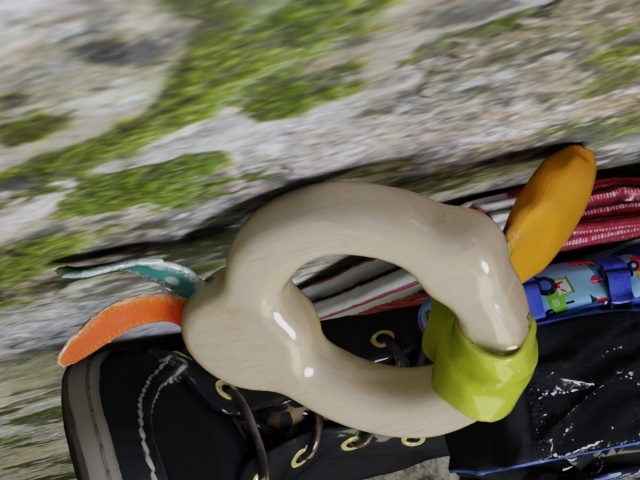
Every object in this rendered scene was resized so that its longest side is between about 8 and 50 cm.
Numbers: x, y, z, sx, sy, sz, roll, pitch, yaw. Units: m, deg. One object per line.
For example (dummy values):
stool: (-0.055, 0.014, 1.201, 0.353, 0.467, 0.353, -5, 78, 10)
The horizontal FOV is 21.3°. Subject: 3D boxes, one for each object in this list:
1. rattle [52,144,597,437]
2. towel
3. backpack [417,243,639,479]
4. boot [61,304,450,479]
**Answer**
rattle: (0.000, 0.000, 0.720, 0.199, 0.143, 0.130, -2, 146, 28)
towel: (0.168, -0.008, 0.954, 0.329, 0.037, 0.237, -9, 173, -22)
backpack: (0.154, 0.065, 0.875, 0.173, 0.117, 0.158, -10, 173, -13)
boot: (0.009, 0.104, 1.059, 0.284, 0.138, 0.377, -14, 176, 6)
